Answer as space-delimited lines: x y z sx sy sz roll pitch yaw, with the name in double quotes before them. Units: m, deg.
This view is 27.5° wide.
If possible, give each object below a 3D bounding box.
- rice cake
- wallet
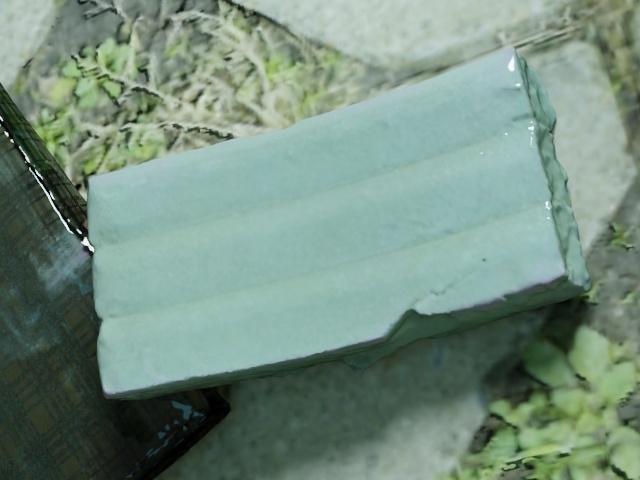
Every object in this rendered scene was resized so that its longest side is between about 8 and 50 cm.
"rice cake" 0.000 0.000 0.616 0.237 0.043 0.127 -13 77 15
"wallet" -0.196 0.020 0.720 0.169 0.044 0.317 -42 72 12
